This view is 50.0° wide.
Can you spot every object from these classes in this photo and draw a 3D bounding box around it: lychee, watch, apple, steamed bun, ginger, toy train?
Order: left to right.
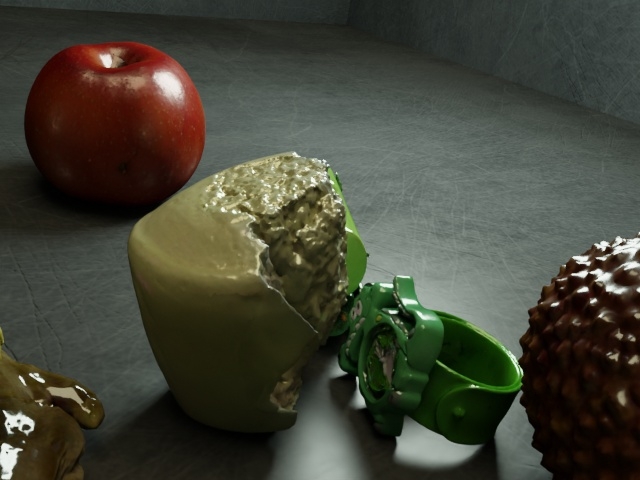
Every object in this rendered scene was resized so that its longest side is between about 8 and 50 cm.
[{"bbox_3d":[-0.235,0.165,0.496,0.166,0.080,0.333,10,21,-31],"label":"ginger"},{"bbox_3d":[-0.298,-0.172,1.017,0.261,0.216,0.260,8,28,-4],"label":"apple"},{"bbox_3d":[-0.051,0.062,0.620,0.200,0.225,0.170,-26,38,-26],"label":"steamed bun"},{"bbox_3d":[0.000,0.000,0.833,0.105,0.157,0.253,5,26,-11],"label":"toy train"},{"bbox_3d":[0.117,0.115,0.688,0.152,0.131,0.165,12,22,-21],"label":"watch"},{"bbox_3d":[0.301,0.119,0.565,0.276,0.275,0.304,16,44,12],"label":"lychee"}]

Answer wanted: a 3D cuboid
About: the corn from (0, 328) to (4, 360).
[{"bbox_3d":[-0.274,0.144,0.351,0.122,0.123,0.305,-5,47,18],"label":"corn"}]
